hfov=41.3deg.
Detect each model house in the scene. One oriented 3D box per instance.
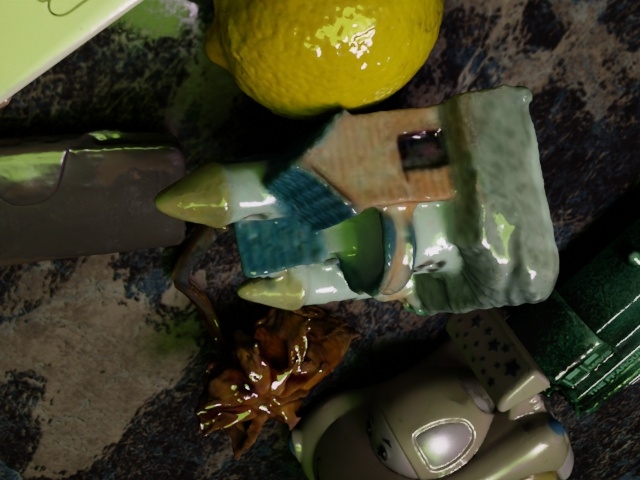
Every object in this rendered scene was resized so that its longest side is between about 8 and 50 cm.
[{"bbox_3d":[0.008,-0.011,0.800,0.324,0.267,0.194,-6,84,-23],"label":"model house"}]

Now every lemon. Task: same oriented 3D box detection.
[{"bbox_3d":[0.007,-0.204,0.748,0.231,0.192,0.192,-24,129,3],"label":"lemon"}]

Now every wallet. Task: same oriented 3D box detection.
[{"bbox_3d":[-0.288,-0.034,0.846,0.309,0.042,0.165,-5,140,-16],"label":"wallet"}]

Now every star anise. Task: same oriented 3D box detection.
[{"bbox_3d":[-0.073,0.113,0.989,0.237,0.148,0.347,-36,129,-21],"label":"star anise"}]

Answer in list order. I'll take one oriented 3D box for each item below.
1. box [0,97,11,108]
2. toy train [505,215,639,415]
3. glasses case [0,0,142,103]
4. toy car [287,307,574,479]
[{"bbox_3d":[-0.347,-0.125,0.784,0.115,0.025,0.048,-26,124,-1],"label":"box"},{"bbox_3d":[0.396,0.085,1.116,0.330,0.138,0.178,-45,141,13],"label":"toy train"},{"bbox_3d":[-0.215,-0.239,0.705,0.312,0.070,0.131,-35,122,2],"label":"glasses case"},{"bbox_3d":[0.130,0.255,1.094,0.335,0.242,0.226,-28,131,0],"label":"toy car"}]
